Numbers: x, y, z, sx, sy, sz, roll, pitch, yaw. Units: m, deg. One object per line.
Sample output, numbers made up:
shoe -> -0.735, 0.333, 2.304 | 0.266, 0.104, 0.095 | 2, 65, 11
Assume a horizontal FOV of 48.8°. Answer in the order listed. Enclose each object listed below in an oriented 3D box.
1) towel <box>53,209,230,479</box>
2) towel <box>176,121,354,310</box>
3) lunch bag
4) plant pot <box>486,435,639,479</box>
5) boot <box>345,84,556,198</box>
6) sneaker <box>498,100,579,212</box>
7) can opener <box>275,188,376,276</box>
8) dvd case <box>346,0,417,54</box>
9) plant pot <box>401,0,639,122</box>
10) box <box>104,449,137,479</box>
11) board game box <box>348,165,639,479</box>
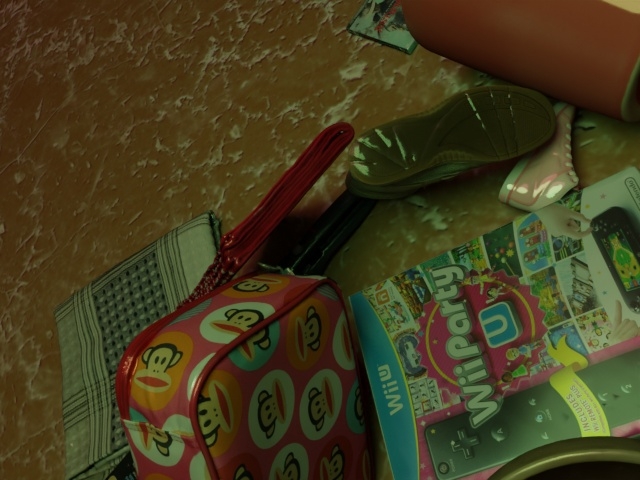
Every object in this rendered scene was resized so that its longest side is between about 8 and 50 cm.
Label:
towel -> -0.238, 0.155, 0.933 | 0.312, 0.056, 0.324 | -29, 56, 18
towel -> -0.069, -0.012, 0.775 | 0.199, 0.031, 0.275 | -49, 3, -27
lunch bag -> -0.039, 0.177, 0.646 | 0.120, 0.258, 0.293 | 5, 112, 35
plant pot -> 0.219, 0.249, 0.534 | 0.237, 0.110, 0.237 | 3, 100, 16
boot -> 0.130, -0.098, 0.766 | 0.213, 0.165, 0.077 | -16, 86, -1
sneaker -> 0.250, -0.082, 0.742 | 0.070, 0.051, 0.134 | 30, 79, 25
can opener -> 0.000, 0.000, 0.852 | 0.186, 0.059, 0.073 | -51, 51, 2
dvd case -> 0.101, -0.307, 0.963 | 0.119, 0.013, 0.087 | 34, 88, 39
plant pot -> 0.260, -0.259, 0.699 | 0.243, 0.275, 0.275 | 40, 92, 29
box -> -0.193, 0.336, 0.749 | 0.290, 0.169, 0.087 | -48, 54, 2
board game box -> 0.198, 0.103, 0.655 | 0.303, 0.097, 0.224 | -27, 56, 20
